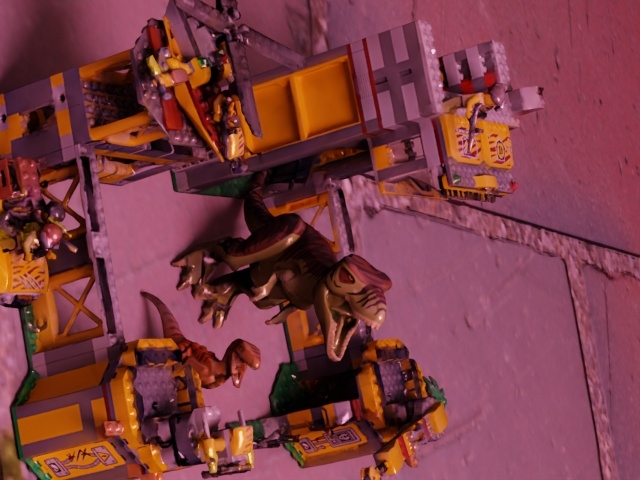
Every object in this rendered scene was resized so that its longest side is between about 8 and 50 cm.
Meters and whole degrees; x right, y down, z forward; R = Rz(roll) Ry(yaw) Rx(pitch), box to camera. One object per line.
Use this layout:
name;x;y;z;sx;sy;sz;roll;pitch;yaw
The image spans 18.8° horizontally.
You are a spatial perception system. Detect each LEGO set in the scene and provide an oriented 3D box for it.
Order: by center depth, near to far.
LEGO set;0.000;0.000;0.944;0.331;0.192;0.255;18;61;-55
